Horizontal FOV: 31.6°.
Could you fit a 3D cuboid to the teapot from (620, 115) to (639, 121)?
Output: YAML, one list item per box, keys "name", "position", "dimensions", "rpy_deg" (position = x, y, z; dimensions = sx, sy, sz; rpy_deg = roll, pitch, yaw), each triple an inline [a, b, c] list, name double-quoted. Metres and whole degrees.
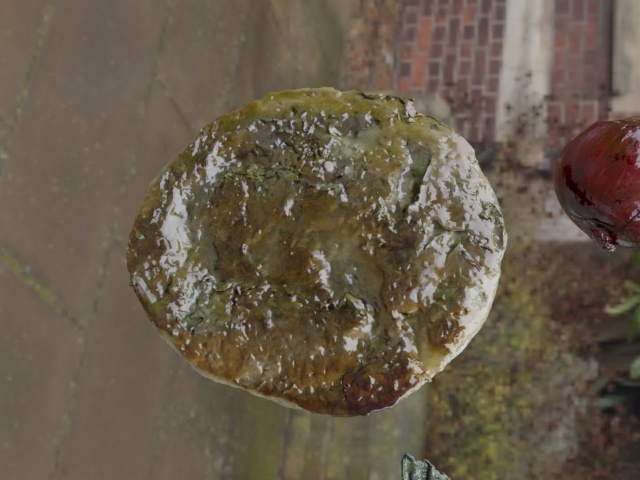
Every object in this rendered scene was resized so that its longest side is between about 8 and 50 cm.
- name: "teapot"
  position: [0.428, -0.117, 1.524]
  dimensions: [0.078, 0.129, 0.098]
  rpy_deg: [-16, 136, -29]

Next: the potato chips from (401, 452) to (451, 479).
- name: "potato chips"
  position: [0.138, 0.341, 1.271]
  dimensions: [0.028, 0.092, 0.207]
  rpy_deg: [0, 85, -75]

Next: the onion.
- name: "onion"
  position: [0.279, -0.049, 1.031]
  dimensions: [0.131, 0.131, 0.131]
  rpy_deg: [1, 90, -74]

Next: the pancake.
- name: "pancake"
  position: [0.000, -0.001, 1.061]
  dimensions: [0.065, 0.356, 0.356]
  rpy_deg: [64, 31, -65]
